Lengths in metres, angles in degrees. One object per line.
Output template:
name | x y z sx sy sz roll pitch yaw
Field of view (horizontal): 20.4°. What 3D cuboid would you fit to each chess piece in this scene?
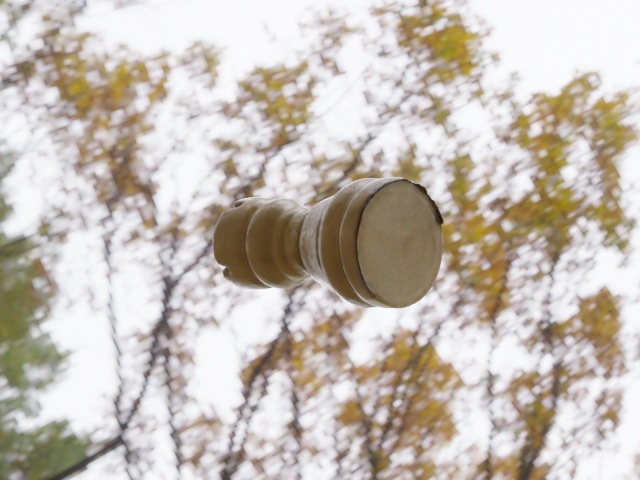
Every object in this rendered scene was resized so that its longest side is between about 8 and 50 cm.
chess piece | 0.000 0.000 0.922 0.122 0.066 0.066 2 -72 48
